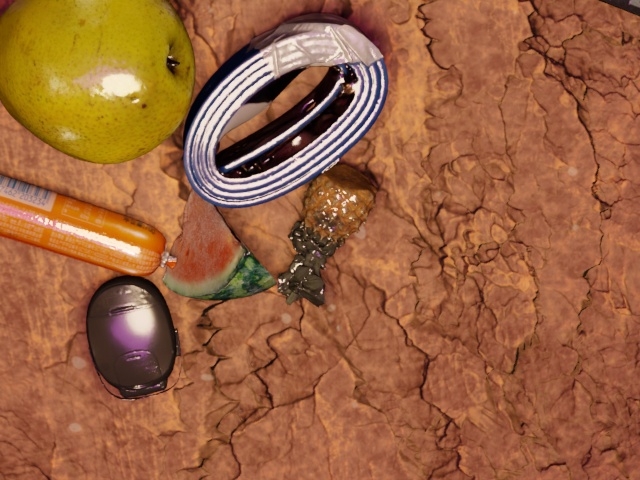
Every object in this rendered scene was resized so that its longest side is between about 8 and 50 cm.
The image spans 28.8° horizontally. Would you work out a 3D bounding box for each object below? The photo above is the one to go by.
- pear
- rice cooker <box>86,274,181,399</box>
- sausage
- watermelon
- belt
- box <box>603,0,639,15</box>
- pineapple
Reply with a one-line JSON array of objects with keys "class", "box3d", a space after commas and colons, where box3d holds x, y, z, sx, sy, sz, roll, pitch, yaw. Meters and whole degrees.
[{"class": "pear", "box3d": [-0.315, -0.249, 1.778, 0.294, 0.294, 0.294, -2, 107, -5]}, {"class": "rice cooker", "box3d": [-0.296, 0.152, 1.975, 0.142, 0.118, 0.203, -10, 107, -3]}, {"class": "sausage", "box3d": [-0.371, -0.016, 1.932, 0.312, 0.093, 0.093, 18, 104, -11]}, {"class": "watermelon", "box3d": [-0.168, 0.024, 1.937, 0.202, 0.207, 0.136, 47, 71, 0]}, {"class": "belt", "box3d": [-0.061, -0.199, 1.898, 0.347, 0.117, 0.212, -36, 107, 7]}, {"class": "box", "box3d": [0.439, -0.475, 1.897, 0.350, 0.058, 0.211, 18, 105, -10]}, {"class": "pineapple", "box3d": [0.000, 0.000, 1.960, 0.111, 0.119, 0.237, 28, 114, 8]}]
